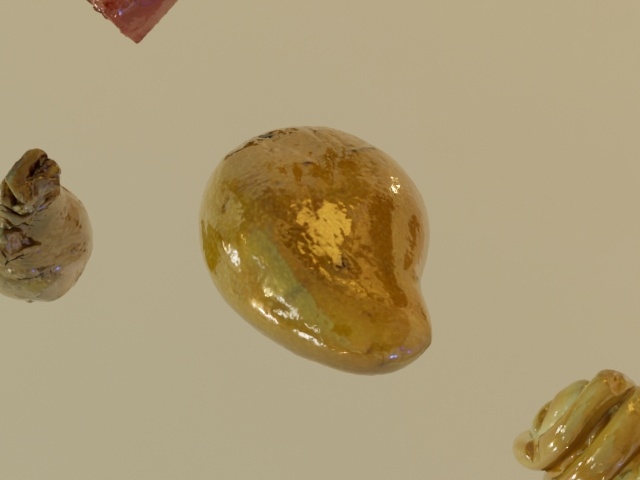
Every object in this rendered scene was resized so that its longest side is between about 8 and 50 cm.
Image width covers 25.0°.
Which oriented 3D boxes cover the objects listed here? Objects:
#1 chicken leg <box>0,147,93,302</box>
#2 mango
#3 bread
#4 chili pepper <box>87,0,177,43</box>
[{"bbox_3d":[-0.219,-0.016,1.053,0.101,0.207,0.085,19,-111,-2],"label":"chicken leg"},{"bbox_3d":[0.001,-0.005,0.952,0.157,0.108,0.262,5,-159,-17],"label":"mango"},{"bbox_3d":[0.346,0.247,1.396,0.311,0.173,0.121,28,-130,-4],"label":"bread"},{"bbox_3d":[-0.148,-0.389,1.622,0.134,0.131,0.338,40,-95,27],"label":"chili pepper"}]
